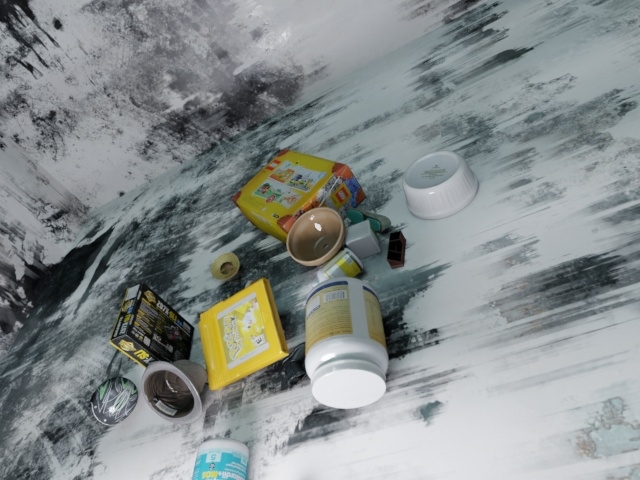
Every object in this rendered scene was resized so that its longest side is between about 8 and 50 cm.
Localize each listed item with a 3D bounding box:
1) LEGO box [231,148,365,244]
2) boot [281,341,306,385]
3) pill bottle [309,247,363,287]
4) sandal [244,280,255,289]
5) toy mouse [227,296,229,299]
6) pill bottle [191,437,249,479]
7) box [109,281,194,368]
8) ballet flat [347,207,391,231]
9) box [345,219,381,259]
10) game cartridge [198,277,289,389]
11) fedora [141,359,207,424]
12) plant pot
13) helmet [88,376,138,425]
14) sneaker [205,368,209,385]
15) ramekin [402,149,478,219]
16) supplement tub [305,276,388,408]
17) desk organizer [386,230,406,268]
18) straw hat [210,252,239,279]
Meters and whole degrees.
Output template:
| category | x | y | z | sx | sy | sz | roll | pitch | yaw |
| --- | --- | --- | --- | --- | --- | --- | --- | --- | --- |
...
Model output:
| category | x | y | z | sx | sy | sz | roll | pitch | yaw |
| --- | --- | --- | --- | --- | --- | --- | --- | --- | --- |
| LEGO box | -0.114 | -0.192 | 1.955 | 0.372 | 0.193 | 0.500 | -46 | 38 | -13 |
| boot | -0.070 | 0.394 | 1.393 | 0.121 | 0.045 | 0.099 | -41 | 34 | 5 |
| pill bottle | 0.055 | 0.119 | 1.551 | 0.184 | 0.103 | 0.103 | -41 | 36 | -7 |
| sandal | -0.251 | 0.239 | 1.662 | 0.076 | 0.102 | 0.265 | -25 | 35 | 19 |
| toy mouse | -0.383 | 0.289 | 1.769 | 0.143 | 0.031 | 0.161 | -7 | 45 | 33 |
| pill bottle | -0.274 | 0.677 | 1.153 | 0.146 | 0.146 | 0.264 | -22 | 39 | 18 |
| box | -0.612 | 0.351 | 1.637 | 0.079 | 0.322 | 0.257 | -25 | 38 | 12 |
| ballet flat | 0.192 | -0.083 | 1.714 | 0.068 | 0.072 | 0.213 | -21 | 29 | -29 |
| box | 0.155 | -0.002 | 1.607 | 0.102 | 0.101 | 0.087 | -21 | 39 | 19 |
| game cartridge | -0.280 | 0.323 | 1.516 | 0.324 | 0.053 | 0.285 | -30 | 60 | 18 |
| fedora | -0.476 | 0.493 | 1.492 | 0.275 | 0.243 | 0.124 | -36 | 2 | 31 |
| plant pot | 0.000 | 0.000 | 1.645 | 0.238 | 0.110 | 0.237 | -16 | 55 | 24 |
| helmet | -0.763 | 0.593 | 1.623 | 0.162 | 0.169 | 0.169 | -20 | 36 | 47 |
| sneaker | -0.417 | 0.483 | 1.579 | 0.098 | 0.038 | 0.069 | 0 | 47 | 26 |
| ramekin | 0.428 | -0.216 | 1.609 | 0.273 | 0.127 | 0.272 | -21 | 38 | 18 |
| supplement tub | 0.070 | 0.285 | 1.247 | 0.229 | 0.228 | 0.316 | -22 | 38 | 17 |
| desk organizer | 0.265 | 0.030 | 1.527 | 0.047 | 0.050 | 0.130 | -13 | 42 | 28 |
| straw hat | -0.410 | 0.130 | 1.944 | 0.145 | 0.061 | 0.144 | -10 | 56 | 15 |
